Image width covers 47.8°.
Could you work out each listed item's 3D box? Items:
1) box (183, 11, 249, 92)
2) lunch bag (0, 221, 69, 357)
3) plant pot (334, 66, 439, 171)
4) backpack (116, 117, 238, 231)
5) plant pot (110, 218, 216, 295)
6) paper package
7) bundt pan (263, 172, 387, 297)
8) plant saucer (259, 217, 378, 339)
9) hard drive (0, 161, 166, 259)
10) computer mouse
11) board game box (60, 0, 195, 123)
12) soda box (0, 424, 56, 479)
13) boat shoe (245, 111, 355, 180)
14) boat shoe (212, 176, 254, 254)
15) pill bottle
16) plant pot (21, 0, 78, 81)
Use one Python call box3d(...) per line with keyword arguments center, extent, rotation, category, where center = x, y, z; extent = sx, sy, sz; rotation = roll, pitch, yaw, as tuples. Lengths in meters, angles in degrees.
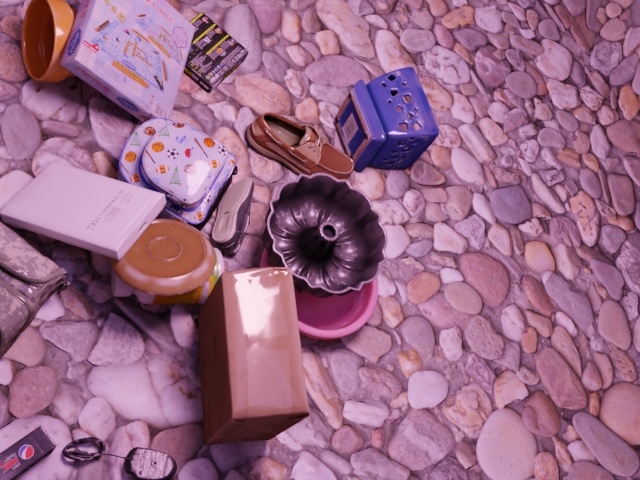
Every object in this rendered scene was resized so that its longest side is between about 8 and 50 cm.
box3d(center=(-0.332, -0.543, 2.078), extent=(0.184, 0.045, 0.191), rotation=(38, 57, -2), category="box")
box3d(center=(-0.717, 0.072, 1.506), extent=(0.305, 0.212, 0.256), rotation=(37, 39, -6), category="lunch bag")
box3d(center=(0.180, -0.345, 2.125), extent=(0.212, 0.236, 0.236), rotation=(-13, 73, -23), category="plant pot")
box3d(center=(-0.367, -0.170, 1.793), extent=(0.263, 0.213, 0.277), rotation=(27, 60, 0), category="backpack")
box3d(center=(-0.353, 0.027, 1.632), extent=(0.236, 0.032, 0.236), rotation=(8, 43, -8), category="plant pot")
box3d(center=(-0.162, 0.265, 1.609), extent=(0.168, 0.309, 0.325), rotation=(1, 66, -21), category="paper package")
box3d(center=(0.000, 0.000, 1.828), extent=(0.330, 0.124, 0.331), rotation=(10, 63, -20), category="bundt pan")
box3d(center=(-0.010, 0.106, 1.897), extent=(0.331, 0.084, 0.332), rotation=(11, 61, -21), category="plant saucer")
box3d(center=(-0.540, -0.074, 1.654), extent=(0.307, 0.040, 0.203), rotation=(16, 47, 15), category="hard drive")
box3d(center=(-0.429, 0.473, 1.550), extent=(0.241, 0.041, 0.071), rotation=(17, 51, -10), category="computer mouse")
box3d(center=(-0.479, -0.501, 1.844), extent=(0.318, 0.065, 0.318), rotation=(37, 58, -50), category="board game box")
box3d(center=(-0.621, 0.449, 1.453), extent=(0.169, 0.053, 0.060), rotation=(-35, 85, -33), category="soda box")
box3d(center=(-0.049, -0.262, 2.032), extent=(0.323, 0.120, 0.123), rotation=(20, 59, -16), category="boat shoe")
box3d(center=(-0.221, -0.068, 1.897), extent=(0.079, 0.083, 0.233), rotation=(54, 37, -41), category="boat shoe")
box3d(center=(-0.362, 0.082, 1.705), extent=(0.245, 0.136, 0.137), rotation=(2, 66, -25), category="pill bottle")
box3d(center=(-0.627, -0.502, 1.835), extent=(0.187, 0.205, 0.205), rotation=(-4, 67, -43), category="plant pot")
